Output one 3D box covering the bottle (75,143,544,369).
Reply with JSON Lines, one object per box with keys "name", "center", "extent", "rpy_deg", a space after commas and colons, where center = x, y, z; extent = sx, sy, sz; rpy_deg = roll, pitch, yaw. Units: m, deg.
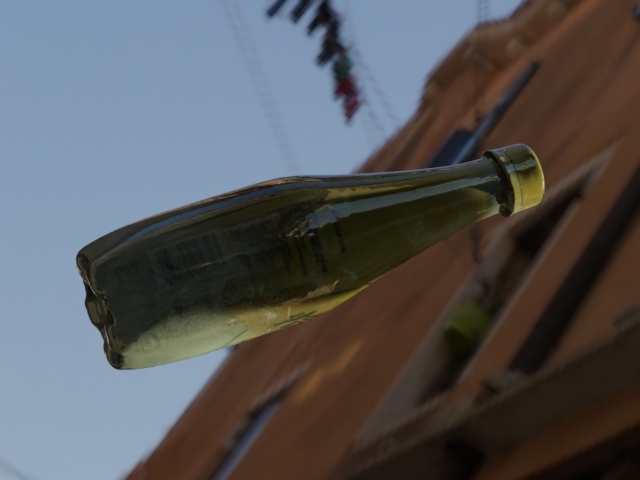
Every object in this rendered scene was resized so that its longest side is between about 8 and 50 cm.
{"name": "bottle", "center": [0.000, 0.000, 0.999], "extent": [0.083, 0.270, 0.083], "rpy_deg": [163, -90, -74]}
